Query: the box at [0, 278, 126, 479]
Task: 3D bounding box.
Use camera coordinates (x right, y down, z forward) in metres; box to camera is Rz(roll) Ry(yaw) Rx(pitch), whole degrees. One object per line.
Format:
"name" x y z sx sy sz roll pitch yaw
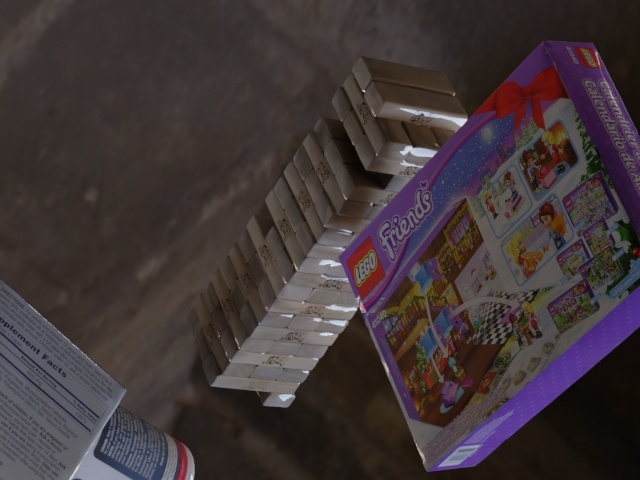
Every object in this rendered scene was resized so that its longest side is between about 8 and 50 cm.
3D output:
"box" -0.227 0.121 1.400 0.126 0.137 0.072 43 132 -12

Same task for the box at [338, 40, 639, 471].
"box" 0.141 0.017 1.499 0.057 0.201 0.293 -2 148 -38

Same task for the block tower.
"block tower" 0.000 0.000 1.709 0.097 0.091 0.335 8 130 -33

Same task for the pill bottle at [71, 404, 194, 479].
"pill bottle" -0.215 0.197 1.848 0.108 0.108 0.180 -36 126 26
